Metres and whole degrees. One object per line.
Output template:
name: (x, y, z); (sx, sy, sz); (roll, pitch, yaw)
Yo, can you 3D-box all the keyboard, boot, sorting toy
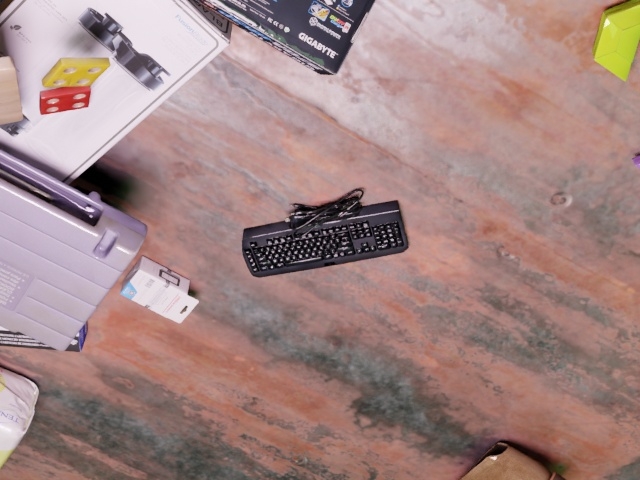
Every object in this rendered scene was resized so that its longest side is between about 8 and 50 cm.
keyboard: (0.000, 0.000, 1.168); (0.192, 0.038, 0.100); (-12, 127, 9)
boot: (0.228, 0.395, 1.456); (0.115, 0.112, 0.305); (37, 130, 11)
sorting toy: (-0.325, -0.136, 0.888); (0.274, 0.046, 0.132); (-13, 171, -15)

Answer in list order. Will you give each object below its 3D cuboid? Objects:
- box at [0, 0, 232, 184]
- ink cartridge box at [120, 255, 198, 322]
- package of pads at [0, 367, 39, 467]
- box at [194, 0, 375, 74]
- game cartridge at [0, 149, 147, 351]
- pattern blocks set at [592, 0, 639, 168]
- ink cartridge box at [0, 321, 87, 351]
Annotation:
box: (-0.241, -0.180, 0.999); (0.290, 0.087, 0.169); (-36, 119, 26)
ink cartridge box: (-0.191, 0.060, 1.223); (0.083, 0.028, 0.048); (30, 123, -20)
package of pads: (-0.541, 0.221, 1.312); (0.296, 0.101, 0.229); (27, 125, -20)
box: (-0.042, -0.273, 0.892); (0.220, 0.051, 0.175); (27, 91, -19)
game cartridge: (-0.381, -0.025, 1.050); (0.355, 0.068, 0.230); (29, 139, -16)
pattern blocks set: (0.415, -0.193, 1.013); (0.285, 0.026, 0.325); (10, 128, -7)
ink cartridge box: (-0.390, 0.079, 1.231); (0.207, 0.046, 0.097); (5, 127, -3)
